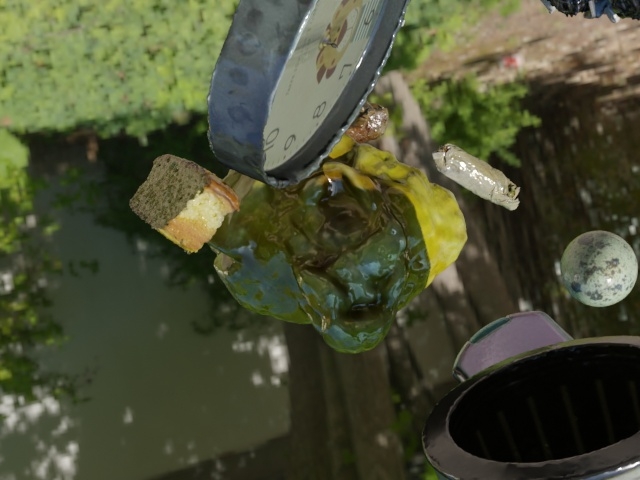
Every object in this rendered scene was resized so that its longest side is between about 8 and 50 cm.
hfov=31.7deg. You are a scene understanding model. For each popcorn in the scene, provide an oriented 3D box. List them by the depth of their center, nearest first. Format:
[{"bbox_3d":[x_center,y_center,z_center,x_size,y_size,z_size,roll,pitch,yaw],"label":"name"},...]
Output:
[{"bbox_3d":[0.006,0.006,1.584,0.334,0.292,0.293,14,161,36],"label":"popcorn"}]

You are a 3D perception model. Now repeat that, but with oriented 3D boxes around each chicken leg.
[{"bbox_3d":[0.010,-0.177,1.776,0.196,0.080,0.125,-18,179,10],"label":"chicken leg"}]

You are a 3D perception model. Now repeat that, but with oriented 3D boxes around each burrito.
[{"bbox_3d":[0.271,-0.113,1.958,0.188,0.058,0.045,28,161,-18],"label":"burrito"}]

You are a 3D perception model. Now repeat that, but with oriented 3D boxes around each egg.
[{"bbox_3d":[0.486,0.051,1.968,0.132,0.132,0.172,-12,-172,14],"label":"egg"}]

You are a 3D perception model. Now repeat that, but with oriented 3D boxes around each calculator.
[{"bbox_3d":[0.302,0.210,1.510,0.173,0.051,0.293,-31,-135,-9],"label":"calculator"}]

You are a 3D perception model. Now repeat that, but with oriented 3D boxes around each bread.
[{"bbox_3d":[-0.176,-0.050,1.440,0.065,0.103,0.187,39,177,-36],"label":"bread"}]

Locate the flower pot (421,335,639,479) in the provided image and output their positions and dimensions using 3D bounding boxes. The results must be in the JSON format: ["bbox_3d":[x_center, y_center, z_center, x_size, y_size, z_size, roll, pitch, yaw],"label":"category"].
[{"bbox_3d":[0.291,0.305,1.164,0.293,0.330,0.293,-18,-166,5],"label":"flower pot"}]

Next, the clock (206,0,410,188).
[{"bbox_3d":[0.002,-0.195,1.080,0.061,0.313,0.312,28,-172,14],"label":"clock"}]

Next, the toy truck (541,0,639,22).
[{"bbox_3d":[0.353,-0.299,1.297,0.136,0.111,0.286,-40,-153,-10],"label":"toy truck"}]
